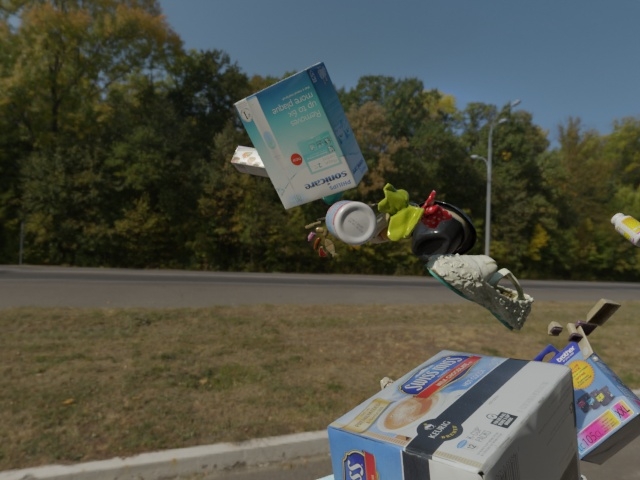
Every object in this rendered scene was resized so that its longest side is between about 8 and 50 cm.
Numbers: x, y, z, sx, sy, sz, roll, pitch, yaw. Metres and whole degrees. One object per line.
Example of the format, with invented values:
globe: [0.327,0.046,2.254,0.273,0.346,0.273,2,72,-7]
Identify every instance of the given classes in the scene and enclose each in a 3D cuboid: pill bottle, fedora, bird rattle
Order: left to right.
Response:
pill bottle: [0.059,-0.041,0.991,0.087,0.087,0.160,2,6,-10]
bird rattle: [0.214,-0.063,1.256,0.207,0.143,0.253,-35,-13,30]
fedora: [0.490,-0.010,1.997,0.334,0.334,0.152,1,39,46]
pill bottle: [0.695,-0.027,1.048,0.043,0.043,0.083,3,36,-20]

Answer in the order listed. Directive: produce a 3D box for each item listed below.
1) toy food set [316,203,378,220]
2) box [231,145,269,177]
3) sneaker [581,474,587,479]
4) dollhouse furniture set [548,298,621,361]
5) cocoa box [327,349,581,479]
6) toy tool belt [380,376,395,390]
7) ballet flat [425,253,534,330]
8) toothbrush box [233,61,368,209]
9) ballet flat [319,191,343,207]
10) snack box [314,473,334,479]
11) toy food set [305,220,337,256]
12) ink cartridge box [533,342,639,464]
toy food set: [0.093,-0.081,1.588,0.192,0.039,0.132,-15,0,37]
box: [-0.117,-0.223,1.403,0.323,0.063,0.067,13,-18,26]
sneaker: [0.562,0.570,1.078,0.094,0.235,0.153,0,32,39]
dollhouse furniture set: [0.500,0.166,0.868,0.090,0.114,0.081,11,41,-5]
cocoa box: [0.212,0.332,0.694,0.227,0.232,0.347,-2,7,43]
toy tool belt: [0.212,0.454,1.405,0.051,0.083,0.052,4,24,45]
ballet flat: [0.453,0.115,1.292,0.409,0.147,0.147,32,-18,-31]
toothbrush box: [-0.042,-0.254,1.166,0.216,0.296,0.126,-14,22,28]
ballet flat: [0.043,-0.219,1.607,0.095,0.281,0.096,37,-32,-26]
snack box: [-0.012,0.552,0.978,0.321,0.060,0.187,-19,-36,1]
toy food set: [0.000,0.000,1.484,0.077,0.122,0.019,-18,12,20]
ink cartridge box: [0.962,0.569,1.731,0.151,0.270,0.395,27,22,-27]
